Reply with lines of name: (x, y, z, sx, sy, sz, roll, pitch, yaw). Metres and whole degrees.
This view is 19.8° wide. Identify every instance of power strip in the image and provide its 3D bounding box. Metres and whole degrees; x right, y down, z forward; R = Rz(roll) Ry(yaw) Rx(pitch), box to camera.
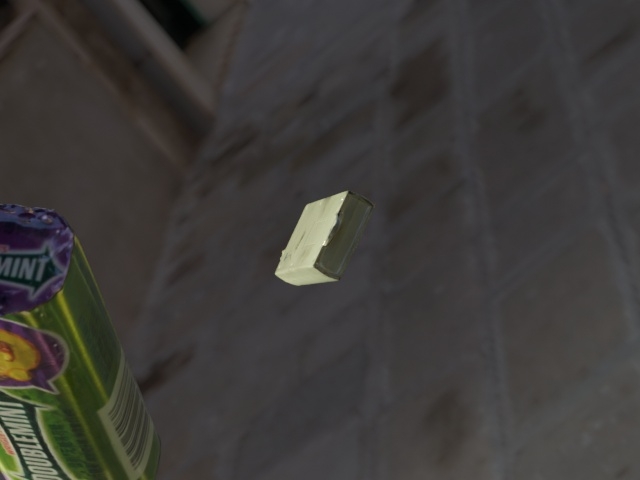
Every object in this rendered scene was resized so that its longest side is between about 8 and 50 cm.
power strip: (0.000, 0.000, 1.031, 0.051, 0.019, 0.136, -66, 9, -8)

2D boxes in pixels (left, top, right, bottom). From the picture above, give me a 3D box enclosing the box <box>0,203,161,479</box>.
box: (-0.215, 0.101, 1.390, 0.134, 0.345, 0.097, 3, 59, 8)
